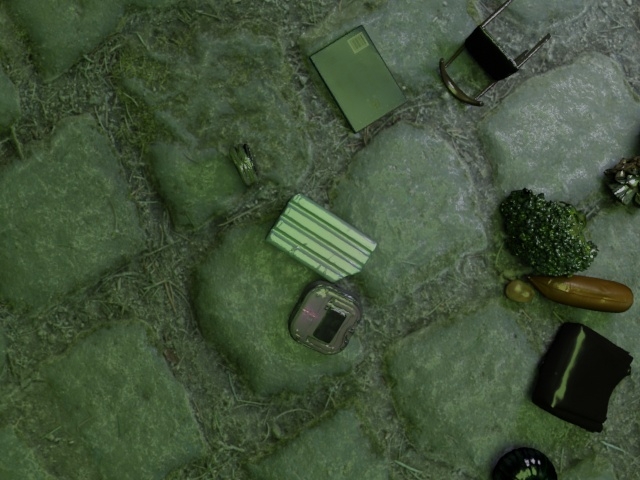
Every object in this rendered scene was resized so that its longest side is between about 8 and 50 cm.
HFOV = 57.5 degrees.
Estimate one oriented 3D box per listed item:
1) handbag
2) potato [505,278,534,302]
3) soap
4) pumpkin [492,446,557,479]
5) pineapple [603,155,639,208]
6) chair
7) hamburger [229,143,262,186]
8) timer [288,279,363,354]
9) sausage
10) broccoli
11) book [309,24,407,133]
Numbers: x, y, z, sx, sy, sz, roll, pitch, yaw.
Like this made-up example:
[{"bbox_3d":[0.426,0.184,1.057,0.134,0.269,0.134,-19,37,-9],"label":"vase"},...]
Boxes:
[{"bbox_3d":[0.803,0.421,1.781,0.257,0.113,0.285,29,82,-10],"label":"handbag"},{"bbox_3d":[0.610,0.157,1.784,0.083,0.062,0.068,26,119,23],"label":"potato"},{"bbox_3d":[0.000,0.000,1.716,0.289,0.095,0.173,32,90,-5],"label":"soap"},{"bbox_3d":[0.617,0.727,1.757,0.201,0.140,0.202,0,94,-4],"label":"pumpkin"},{"bbox_3d":[0.997,-0.225,1.757,0.271,0.262,0.262,-41,94,20],"label":"pineapple"},{"bbox_3d":[0.499,-0.545,1.709,0.272,0.166,0.188,-44,94,-3],"label":"chair"},{"bbox_3d":[-0.213,-0.216,1.675,0.062,0.140,0.133,-23,81,-3],"label":"hamburger"},{"bbox_3d":[0.014,0.229,1.714,0.190,0.069,0.209,26,104,-6],"label":"timer"},{"bbox_3d":[0.777,0.152,1.773,0.328,0.112,0.112,10,90,-4],"label":"sausage"},{"bbox_3d":[0.687,-0.027,1.744,0.245,0.247,0.288,-4,79,-40],"label":"broccoli"},{"bbox_3d":[0.114,-0.483,1.752,0.190,0.025,0.269,-32,93,-2],"label":"book"}]
